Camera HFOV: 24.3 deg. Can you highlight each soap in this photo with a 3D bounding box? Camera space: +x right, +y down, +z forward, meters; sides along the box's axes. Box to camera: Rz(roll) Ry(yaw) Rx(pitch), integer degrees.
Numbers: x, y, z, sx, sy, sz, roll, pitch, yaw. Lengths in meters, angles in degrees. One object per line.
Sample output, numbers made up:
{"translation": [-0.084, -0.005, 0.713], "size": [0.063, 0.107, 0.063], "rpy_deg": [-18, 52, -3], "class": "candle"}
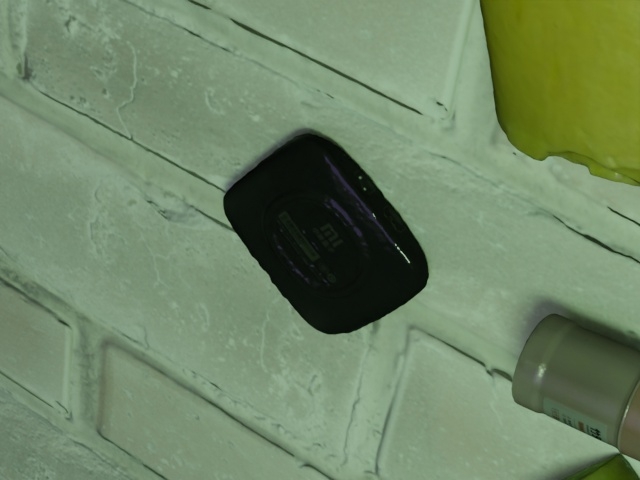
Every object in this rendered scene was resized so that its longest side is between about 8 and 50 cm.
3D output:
{"translation": [0.244, -0.218, 1.159], "size": [0.306, 0.115, 0.427], "rpy_deg": [31, 149, 29], "class": "soap"}

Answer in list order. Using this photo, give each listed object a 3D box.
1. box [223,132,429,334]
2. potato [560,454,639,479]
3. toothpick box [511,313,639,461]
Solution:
{"translation": [0.000, 0.000, 1.584], "size": [0.212, 0.042, 0.201], "rpy_deg": [54, 134, -1], "class": "box"}
{"translation": [0.288, 0.306, 1.504], "size": [0.149, 0.081, 0.120], "rpy_deg": [51, 138, 3], "class": "potato"}
{"translation": [0.269, 0.140, 1.403], "size": [0.149, 0.098, 0.098], "rpy_deg": [24, 129, 28], "class": "toothpick box"}
